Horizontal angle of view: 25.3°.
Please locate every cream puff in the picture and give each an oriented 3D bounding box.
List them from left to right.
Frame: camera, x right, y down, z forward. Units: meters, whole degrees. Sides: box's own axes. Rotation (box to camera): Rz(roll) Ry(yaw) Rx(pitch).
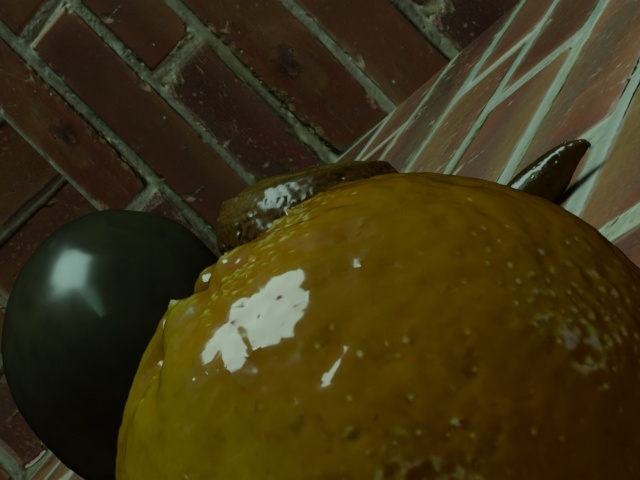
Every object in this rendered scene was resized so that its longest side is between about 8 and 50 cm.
[{"bbox_3d":[0.000,0.000,2.002,0.303,0.212,0.303,-11,0,0],"label":"cream puff"}]

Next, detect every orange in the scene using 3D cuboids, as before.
[{"bbox_3d":[0.041,0.112,0.834,0.340,0.293,0.340,-44,9,9],"label":"orange"}]

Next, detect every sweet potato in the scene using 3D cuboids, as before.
[{"bbox_3d":[0.208,-0.024,1.621,0.264,0.057,0.057,-44,7,21],"label":"sweet potato"}]

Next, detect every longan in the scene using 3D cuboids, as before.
[{"bbox_3d":[-0.267,0.152,1.969,0.336,0.404,0.404,-12,-1,-14],"label":"longan"}]
